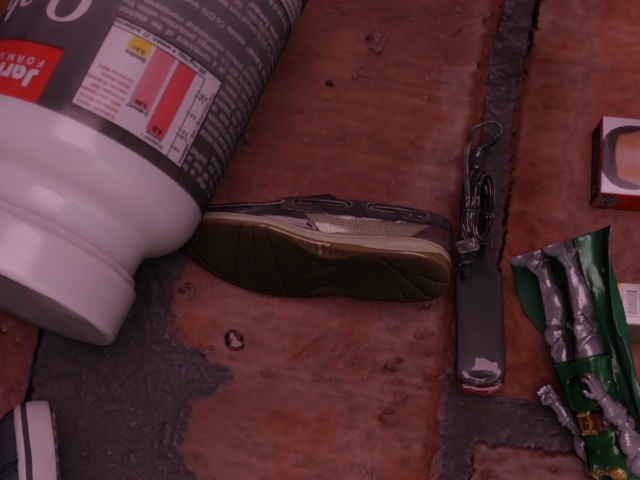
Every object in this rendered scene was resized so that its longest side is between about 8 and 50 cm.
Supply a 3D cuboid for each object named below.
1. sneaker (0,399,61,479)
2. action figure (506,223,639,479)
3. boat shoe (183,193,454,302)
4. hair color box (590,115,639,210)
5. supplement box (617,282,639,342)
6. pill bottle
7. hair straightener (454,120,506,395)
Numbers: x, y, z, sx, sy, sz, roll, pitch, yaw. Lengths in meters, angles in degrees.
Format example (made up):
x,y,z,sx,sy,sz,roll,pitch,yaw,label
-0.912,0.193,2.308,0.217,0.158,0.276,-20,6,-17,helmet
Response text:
x,y,z,sx,sy,sz,roll,pitch,yaw,label
-0.247,0.278,1.006,0.128,0.126,0.321,-1,76,-9,sneaker
0.214,0.114,1.084,0.064,0.137,0.232,-15,84,-24,action figure
0.001,-0.001,1.127,0.224,0.080,0.073,7,44,12,boat shoe
0.305,-0.061,1.167,0.141,0.043,0.071,4,75,0,hair color box
0.281,0.061,1.122,0.099,0.062,0.036,4,73,-2,supplement box
-0.161,-0.115,1.075,0.210,0.210,0.362,23,73,4,pill bottle
0.135,0.006,1.117,0.047,0.089,0.230,4,74,8,hair straightener
